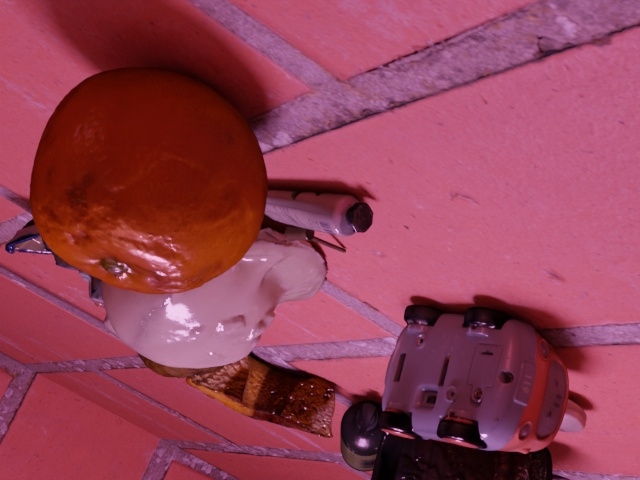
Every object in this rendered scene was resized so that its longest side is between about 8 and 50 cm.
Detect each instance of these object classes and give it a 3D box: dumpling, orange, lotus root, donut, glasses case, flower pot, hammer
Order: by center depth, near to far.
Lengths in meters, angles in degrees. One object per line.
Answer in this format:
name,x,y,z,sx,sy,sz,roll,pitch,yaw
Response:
orange,-0.185,-0.066,1.356,0.261,0.261,0.261,21,160,8
hammer,0.000,0.000,1.600,0.035,0.019,0.110,1,169,37
dumpling,-0.144,0.053,1.744,0.315,0.233,0.395,-2,156,-26
glasses case,0.303,0.246,1.857,0.204,0.051,0.081,11,155,34
flower pot,0.238,0.408,2.087,0.267,0.267,0.266,15,161,-5
lotus root,-0.253,0.188,2.240,0.145,0.128,0.260,14,171,-31
donut,-0.098,0.290,2.355,0.295,0.112,0.151,23,165,5

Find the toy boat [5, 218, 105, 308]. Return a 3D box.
toy boat,-0.392,0.035,2.024,0.262,0.115,0.114,21,160,10

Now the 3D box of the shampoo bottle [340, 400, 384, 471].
shampoo bottle,0.087,0.366,2.344,0.101,0.101,0.284,21,160,9

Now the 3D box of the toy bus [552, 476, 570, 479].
toy bus,0.499,0.539,2.283,0.302,0.127,0.147,23,156,7

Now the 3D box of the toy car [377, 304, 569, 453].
toy car,0.222,0.203,1.679,0.212,0.181,0.270,24,164,-33

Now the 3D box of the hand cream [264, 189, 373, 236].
hand cream,-0.027,-0.038,1.528,0.234,0.050,0.080,9,164,47
